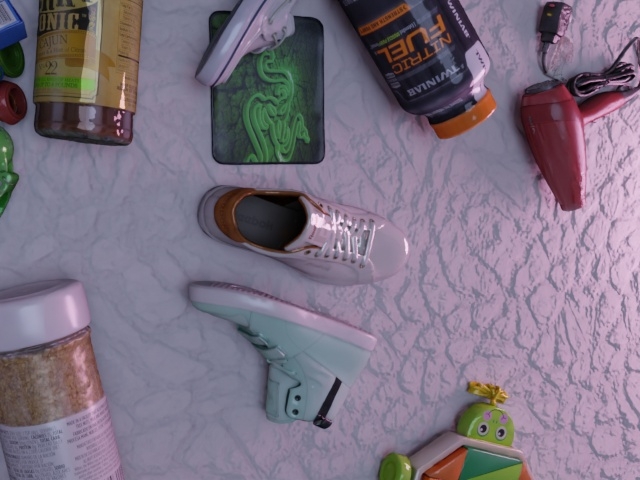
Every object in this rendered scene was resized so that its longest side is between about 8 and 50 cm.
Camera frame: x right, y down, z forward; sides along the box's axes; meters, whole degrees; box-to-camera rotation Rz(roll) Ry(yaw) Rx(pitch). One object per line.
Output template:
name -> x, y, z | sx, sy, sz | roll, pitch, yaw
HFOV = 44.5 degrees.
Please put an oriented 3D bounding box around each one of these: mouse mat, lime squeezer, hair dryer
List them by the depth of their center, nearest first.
lime squeezer -> -0.380, -0.059, 0.837 | 0.110, 0.059, 0.310 | -11, 99, -22
mouse mat -> -0.065, -0.190, 0.986 | 0.153, 0.007, 0.189 | -3, 96, -23
hair dryer -> 0.390, -0.186, 1.137 | 0.224, 0.080, 0.293 | 17, 88, -24

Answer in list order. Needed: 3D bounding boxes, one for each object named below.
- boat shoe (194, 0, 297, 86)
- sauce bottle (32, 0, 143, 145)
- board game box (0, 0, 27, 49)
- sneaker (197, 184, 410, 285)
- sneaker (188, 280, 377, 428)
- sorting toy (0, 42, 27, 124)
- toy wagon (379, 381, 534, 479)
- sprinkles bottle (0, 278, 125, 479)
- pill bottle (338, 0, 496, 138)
boat shoe -> -0.063, -0.267, 0.932 | 0.076, 0.083, 0.226 | 34, 78, -19
sauce bottle -> -0.248, -0.279, 0.848 | 0.111, 0.111, 0.344 | 2, 92, -23
board game box -> -0.423, -0.267, 0.783 | 0.160, 0.047, 0.210 | -31, 92, -17
sneaker -> 0.000, 0.000, 0.967 | 0.290, 0.123, 0.105 | 11, 88, -24
sneaker -> -0.063, 0.147, 0.967 | 0.256, 0.094, 0.151 | 23, 88, -21
sorting toy -> -0.353, -0.175, 0.847 | 0.042, 0.061, 0.101 | -6, 89, 13
toy wagon -> 0.204, 0.373, 1.110 | 0.267, 0.068, 0.344 | 18, 87, -23
sprinkles bottle -> -0.287, 0.225, 0.863 | 0.121, 0.121, 0.355 | -13, 99, -21
pill bottle -> 0.130, -0.252, 0.996 | 0.130, 0.130, 0.245 | -39, 107, -15
